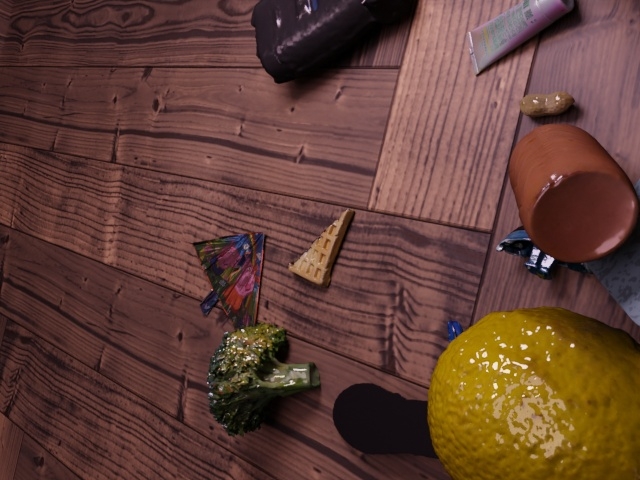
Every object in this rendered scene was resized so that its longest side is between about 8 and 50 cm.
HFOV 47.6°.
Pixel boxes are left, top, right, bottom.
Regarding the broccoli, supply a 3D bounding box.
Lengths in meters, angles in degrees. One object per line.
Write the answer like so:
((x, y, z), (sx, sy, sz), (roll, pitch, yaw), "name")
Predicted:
((-0.095, 0.239, 1.272), (0.194, 0.194, 0.220), (-29, 39, 36), "broccoli")

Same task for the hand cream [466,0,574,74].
((0.290, -0.320, 1.083), (0.174, 0.047, 0.076), (-26, 64, 46), "hand cream")

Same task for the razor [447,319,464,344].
((0.204, 0.276, 1.030), (0.056, 0.093, 0.324), (3, 76, 2), "razor")

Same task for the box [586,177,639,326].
((0.399, 0.032, 0.795), (0.162, 0.130, 0.227), (-55, 18, 20), "box")

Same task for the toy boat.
((0.302, 0.019, 0.980), (0.137, 0.060, 0.061), (22, 75, 40), "toy boat")

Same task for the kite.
((-0.168, 0.070, 1.445), (0.234, 0.016, 0.321), (-50, 52, 21), "kite")

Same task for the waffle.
((0.000, 0.000, 1.293), (0.097, 0.023, 0.153), (28, 102, 42), "waffle")

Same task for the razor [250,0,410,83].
((0.017, -0.424, 1.310), (0.327, 0.107, 0.189), (-23, 66, 37), "razor")

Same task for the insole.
((0.111, 0.273, 1.095), (0.322, 0.007, 0.109), (-11, 69, 54), "insole")

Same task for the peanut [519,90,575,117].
((0.320, -0.194, 1.028), (0.083, 0.037, 0.037), (-4, 79, 46), "peanut")

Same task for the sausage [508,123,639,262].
((0.292, -0.068, 0.869), (0.121, 0.304, 0.121), (3, 109, 10), "sausage")

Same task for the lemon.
((0.269, 0.213, 0.831), (0.322, 0.268, 0.268), (20, 95, 47), "lemon")
